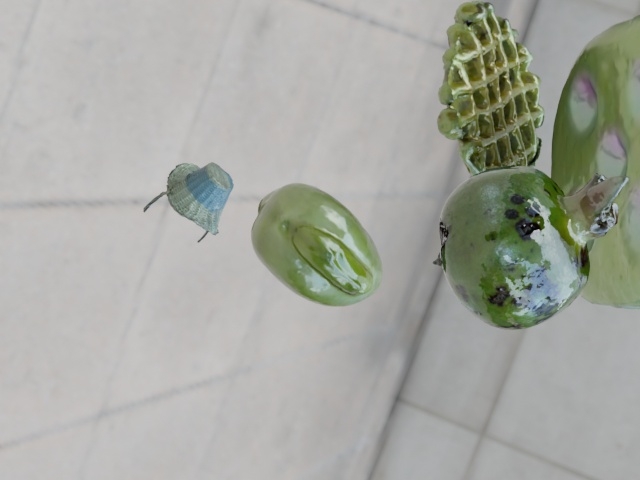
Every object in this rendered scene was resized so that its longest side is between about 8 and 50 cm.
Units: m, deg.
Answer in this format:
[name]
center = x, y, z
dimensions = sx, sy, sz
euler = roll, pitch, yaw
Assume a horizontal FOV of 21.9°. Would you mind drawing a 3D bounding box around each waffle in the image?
[waffle]
center = 0.162, -0.129, 1.555
dimensions = 0.169, 0.036, 0.184
euler = 45, 47, -40

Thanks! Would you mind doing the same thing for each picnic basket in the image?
[picnic basket]
center = -0.115, -0.034, 1.529
dimensions = 0.083, 0.065, 0.083
euler = -42, -146, 26

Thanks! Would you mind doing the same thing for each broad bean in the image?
[broad bean]
center = 0.000, 0.000, 1.373
dimensions = 0.082, 0.124, 0.174
euler = -48, 175, 9

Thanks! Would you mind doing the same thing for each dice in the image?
[dice]
center = 0.362, -0.065, 1.448
dimensions = 0.249, 0.252, 0.255
euler = 174, -82, -70

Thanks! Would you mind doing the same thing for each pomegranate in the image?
[pomegranate]
center = 0.155, -0.004, 1.180
dimensions = 0.161, 0.122, 0.122
euler = -28, 180, 23
